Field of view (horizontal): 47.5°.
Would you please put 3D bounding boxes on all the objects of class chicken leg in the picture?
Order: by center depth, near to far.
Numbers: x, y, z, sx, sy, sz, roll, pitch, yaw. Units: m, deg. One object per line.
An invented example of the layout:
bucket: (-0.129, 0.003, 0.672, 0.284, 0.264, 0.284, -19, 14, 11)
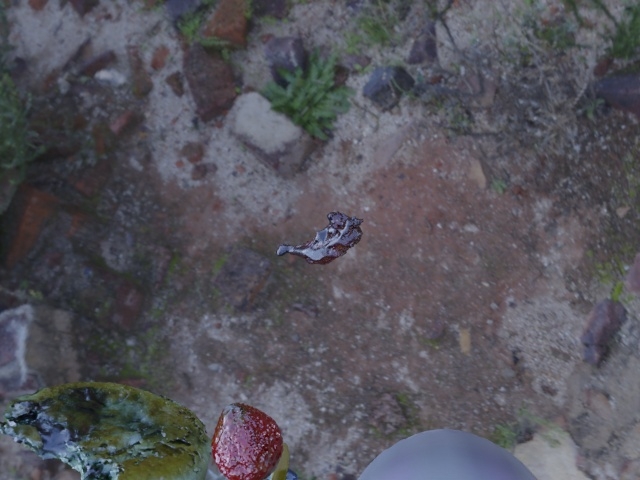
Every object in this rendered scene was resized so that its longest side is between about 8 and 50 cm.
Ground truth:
chicken leg: (0.004, 0.005, 1.491, 0.219, 0.048, 0.089, -32, 82, 35)

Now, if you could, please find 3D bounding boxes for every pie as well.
pie: (-0.335, 0.330, 1.211, 0.371, 0.296, 0.078, 21, 103, 24)

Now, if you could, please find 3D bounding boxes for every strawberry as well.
strawberry: (-0.100, 0.263, 0.951, 0.106, 0.106, 0.106, -12, 66, 28)

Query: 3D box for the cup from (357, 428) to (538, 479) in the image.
cup: (0.131, 0.324, 0.716, 0.253, 0.371, 0.253, -1, 87, 10)

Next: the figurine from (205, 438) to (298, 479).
figurine: (-0.187, 0.447, 1.376, 0.275, 0.161, 0.158, 4, 82, 10)
